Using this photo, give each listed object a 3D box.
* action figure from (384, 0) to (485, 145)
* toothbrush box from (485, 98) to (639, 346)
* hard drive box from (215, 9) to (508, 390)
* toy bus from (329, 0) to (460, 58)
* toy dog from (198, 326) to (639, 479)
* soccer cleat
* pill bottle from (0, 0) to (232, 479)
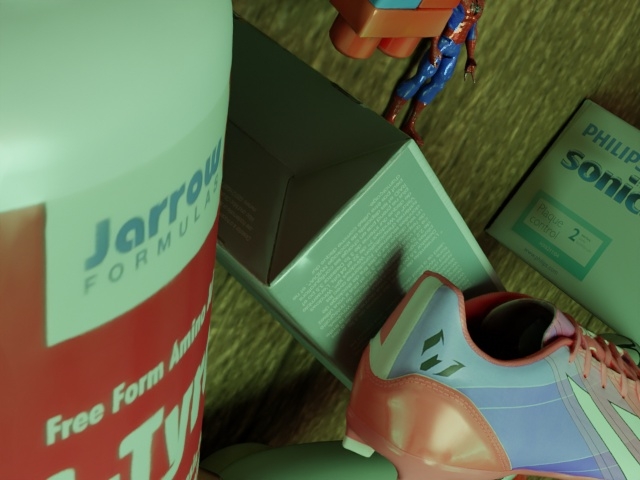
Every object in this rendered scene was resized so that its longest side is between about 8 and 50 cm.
[{"bbox_3d":[0.074,-0.111,0.736,0.038,0.030,0.115,8,114,-41],"label":"action figure"},{"bbox_3d":[0.292,0.044,0.919,0.126,0.216,0.295,-53,142,6],"label":"toothbrush box"},{"bbox_3d":[0.000,0.000,0.637,0.089,0.181,0.232,-45,142,-5],"label":"hard drive box"},{"bbox_3d":[0.085,-0.185,0.604,0.220,0.149,0.211,-12,143,-40],"label":"toy bus"},{"bbox_3d":[0.032,0.129,0.761,0.334,0.220,0.161,-42,128,-12],"label":"toy dog"},{"bbox_3d":[0.113,0.069,0.597,0.248,0.083,0.095,8,110,-44],"label":"soccer cleat"},{"bbox_3d":[-0.150,-0.008,0.449,0.229,0.229,0.407,-18,133,-32],"label":"pill bottle"}]
